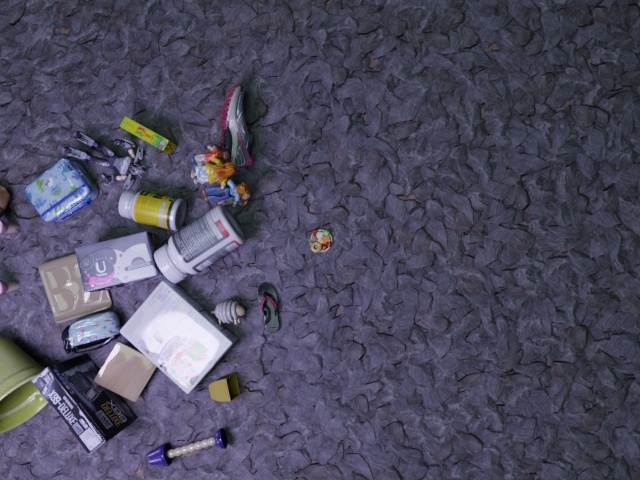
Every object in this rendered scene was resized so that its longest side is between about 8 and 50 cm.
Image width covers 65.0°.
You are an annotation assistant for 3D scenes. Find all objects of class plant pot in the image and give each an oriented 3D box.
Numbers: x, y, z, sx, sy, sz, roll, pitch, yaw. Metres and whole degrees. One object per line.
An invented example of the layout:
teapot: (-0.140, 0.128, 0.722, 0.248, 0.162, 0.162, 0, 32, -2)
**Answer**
plant pot: (-0.343, 0.520, 1.765, 0.083, 0.081, 0.081, -13, 87, 14)
plant pot: (-1.099, 0.477, 1.744, 0.254, 0.276, 0.276, 41, 91, 16)

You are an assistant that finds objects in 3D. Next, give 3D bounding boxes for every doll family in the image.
doll family: (-0.330, -0.192, 1.705, 0.163, 0.118, 0.262, -8, 130, 17)

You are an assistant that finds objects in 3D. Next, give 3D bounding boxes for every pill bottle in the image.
pill bottle: (-0.593, -0.111, 1.780, 0.209, 0.119, 0.119, 12, 89, 4)
pill bottle: (-0.420, 0.015, 1.744, 0.283, 0.161, 0.161, -33, 86, 2)

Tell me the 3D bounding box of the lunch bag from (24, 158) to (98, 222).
lunch bag: (-0.935, -0.176, 1.823, 0.219, 0.090, 0.176, -33, 89, 3)

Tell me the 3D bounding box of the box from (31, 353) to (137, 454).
box: (-0.792, 0.545, 1.712, 0.076, 0.242, 0.307, -41, 85, 2)

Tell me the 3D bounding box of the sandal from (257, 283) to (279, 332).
sandal: (-0.181, 0.239, 1.780, 0.067, 0.040, 0.179, -12, 87, 4)

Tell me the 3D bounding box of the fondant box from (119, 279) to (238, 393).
fondant box: (-0.497, 0.333, 1.772, 0.330, 0.096, 0.238, 41, 91, 5)

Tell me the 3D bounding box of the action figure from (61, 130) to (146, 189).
action figure: (-0.763, -0.293, 1.811, 0.285, 0.099, 0.185, 22, 81, 0)

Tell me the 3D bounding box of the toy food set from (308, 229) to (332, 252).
toy food set: (0.000, 0.000, 1.786, 0.083, 0.020, 0.082, -12, 87, 4)

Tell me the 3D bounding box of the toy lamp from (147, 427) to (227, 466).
toy lamp: (-0.469, 0.732, 1.768, 0.275, 0.080, 0.080, -16, 87, 1)

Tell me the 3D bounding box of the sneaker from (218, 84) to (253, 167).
sneaker: (-0.295, -0.402, 1.785, 0.112, 0.121, 0.299, 4, 87, -25)

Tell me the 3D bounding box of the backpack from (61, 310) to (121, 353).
backpack: (-0.799, 0.319, 1.771, 0.182, 0.152, 0.115, -16, 96, -9)

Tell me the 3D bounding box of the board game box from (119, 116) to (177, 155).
board game box: (-0.614, -0.374, 1.804, 0.181, 0.092, 0.043, 29, 91, 4)

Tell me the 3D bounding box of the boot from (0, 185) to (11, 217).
boot: (-1.289, -0.157, 1.857, 0.306, 0.112, 0.115, 8, 59, 8)

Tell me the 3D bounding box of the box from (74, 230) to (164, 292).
box: (-0.693, 0.077, 1.751, 0.247, 0.142, 0.163, -14, 87, -5)

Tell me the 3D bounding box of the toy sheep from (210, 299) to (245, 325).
toy sheep: (-0.326, 0.252, 1.769, 0.132, 0.091, 0.091, -6, 88, 10)

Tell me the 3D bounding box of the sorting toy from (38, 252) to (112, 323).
sorting toy: (-0.843, 0.150, 1.833, 0.307, 0.041, 0.229, -17, 88, -3)

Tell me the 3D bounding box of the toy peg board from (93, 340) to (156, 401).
toy peg board: (-0.687, 0.459, 1.797, 0.161, 0.079, 0.161, 31, 87, -11)

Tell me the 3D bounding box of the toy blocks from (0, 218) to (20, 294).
toy blocks: (-1.266, 0.065, 1.750, 0.309, 0.260, 0.288, -1, 89, 4)
